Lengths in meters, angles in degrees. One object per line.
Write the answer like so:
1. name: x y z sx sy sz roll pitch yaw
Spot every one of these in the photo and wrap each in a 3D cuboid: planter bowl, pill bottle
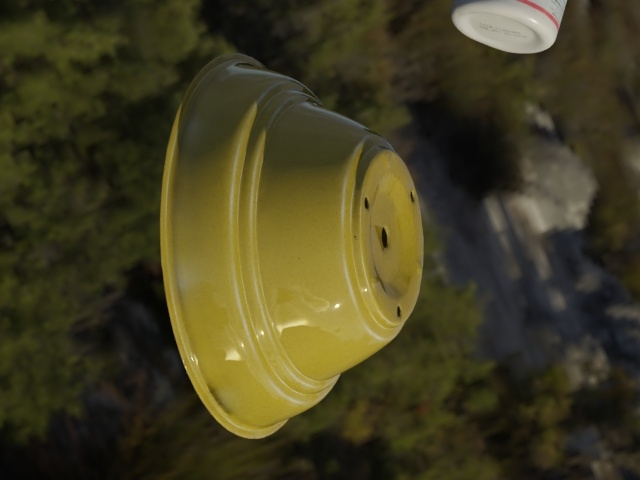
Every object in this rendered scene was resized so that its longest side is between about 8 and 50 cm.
1. planter bowl: 0.000 0.000 1.030 0.217 0.090 0.217 -4 90 -67
2. pill bottle: 0.165 -0.238 1.488 0.087 0.087 0.160 41 62 -57
